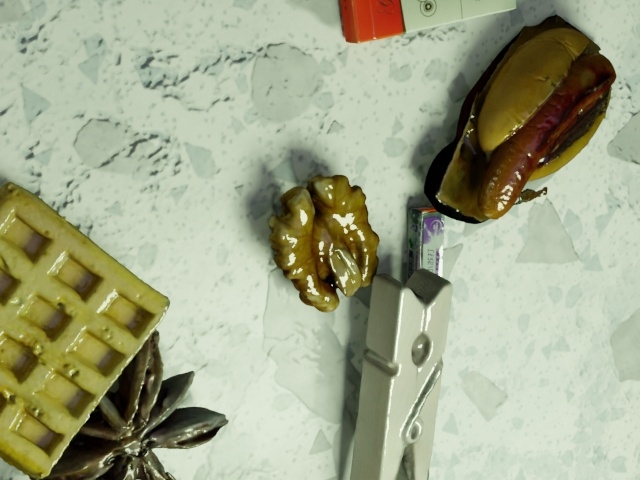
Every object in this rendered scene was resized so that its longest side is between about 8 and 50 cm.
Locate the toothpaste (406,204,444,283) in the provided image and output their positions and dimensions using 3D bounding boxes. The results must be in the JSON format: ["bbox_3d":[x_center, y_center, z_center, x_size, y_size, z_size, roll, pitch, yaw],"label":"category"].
[{"bbox_3d":[0.139,0.052,1.497,0.047,0.040,0.196,-6,105,-26],"label":"toothpaste"}]

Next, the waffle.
[{"bbox_3d":[-0.315,0.096,1.210,0.221,0.055,0.248,38,81,-14],"label":"waffle"}]

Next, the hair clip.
[{"bbox_3d":[0.098,0.200,1.464,0.101,0.085,0.331,-7,110,-31],"label":"hair clip"}]

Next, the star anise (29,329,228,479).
[{"bbox_3d":[-0.214,0.219,1.314,0.229,0.093,0.237,2,97,-24],"label":"star anise"}]

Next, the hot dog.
[{"bbox_3d":[0.288,-0.148,1.470,0.194,0.107,0.326,33,78,-31],"label":"hot dog"}]

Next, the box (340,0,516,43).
[{"bbox_3d":[0.132,-0.330,1.403,0.245,0.035,0.139,-18,111,-25],"label":"box"}]

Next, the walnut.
[{"bbox_3d":[0.000,0.000,1.388,0.143,0.069,0.170,-32,121,-22],"label":"walnut"}]
